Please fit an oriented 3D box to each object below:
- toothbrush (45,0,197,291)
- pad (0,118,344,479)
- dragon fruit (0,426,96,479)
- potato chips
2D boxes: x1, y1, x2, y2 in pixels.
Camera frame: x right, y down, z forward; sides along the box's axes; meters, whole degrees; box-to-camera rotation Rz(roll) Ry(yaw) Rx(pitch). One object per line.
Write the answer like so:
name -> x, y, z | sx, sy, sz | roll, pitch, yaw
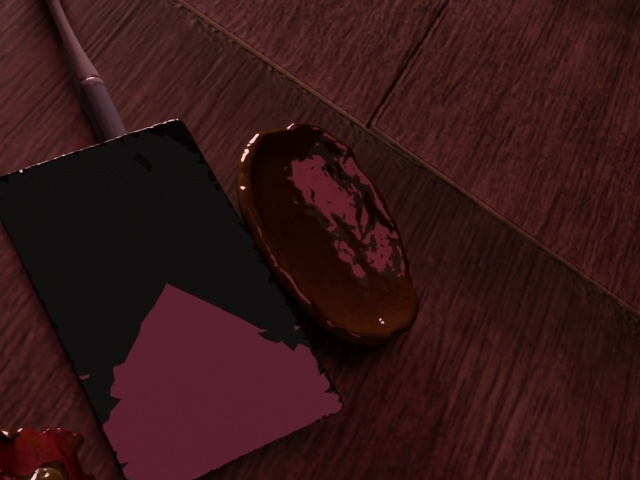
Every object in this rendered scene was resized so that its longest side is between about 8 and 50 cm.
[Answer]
toothbrush -> -0.167, -0.101, 0.935 | 0.030, 0.025, 0.342 | -10, 61, -31
pad -> -0.112, 0.038, 0.845 | 0.159, 0.009, 0.265 | -21, 67, -23
dragon fruit -> -0.206, 0.177, 0.633 | 0.150, 0.133, 0.208 | 24, 59, 23
potato chips -> 0.000, 0.000, 0.940 | 0.150, 0.049, 0.202 | -15, 64, -41
